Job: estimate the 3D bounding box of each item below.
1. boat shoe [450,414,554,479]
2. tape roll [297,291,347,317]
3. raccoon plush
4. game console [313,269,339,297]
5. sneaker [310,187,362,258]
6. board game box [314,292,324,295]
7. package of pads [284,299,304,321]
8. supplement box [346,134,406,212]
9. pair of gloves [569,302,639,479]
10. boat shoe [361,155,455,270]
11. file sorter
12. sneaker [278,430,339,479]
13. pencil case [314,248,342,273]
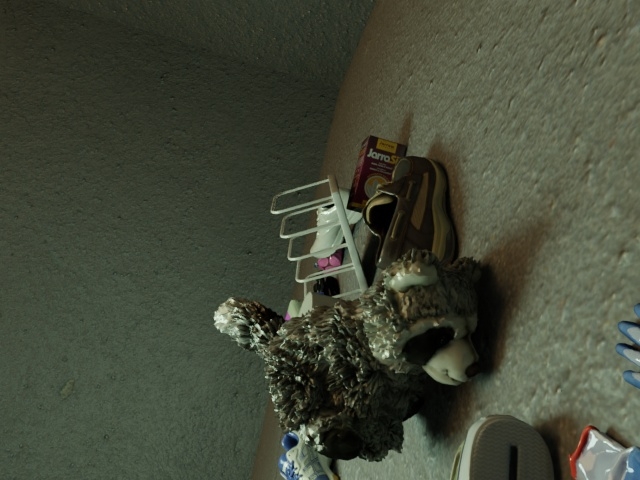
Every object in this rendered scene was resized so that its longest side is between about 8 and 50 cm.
[{"bbox_3d":[0.144,0.307,0.422,0.094,0.109,0.302,87,-159,-60],"label":"boat shoe"},{"bbox_3d":[0.028,0.247,1.064,0.246,0.169,0.245,-165,90,-83],"label":"tape roll"},{"bbox_3d":[0.012,0.099,0.719,0.216,0.447,0.299,-10,-59,-61],"label":"raccoon plush"},{"bbox_3d":[0.010,0.204,1.790,0.361,0.044,0.213,-100,26,-69],"label":"game console"},{"bbox_3d":[0.034,-0.063,1.622,0.297,0.129,0.111,-57,21,31],"label":"sneaker"},{"bbox_3d":[-0.027,0.295,1.619,0.210,0.047,0.160,116,147,-41],"label":"board game box"},{"bbox_3d":[-0.055,0.363,1.498,0.229,0.101,0.296,-122,42,-51],"label":"package of pads"},{"bbox_3d":[0.142,-0.160,1.267,0.081,0.104,0.188,163,121,-82],"label":"supplement box"},{"bbox_3d":[0.234,0.127,0.325,0.159,0.023,0.198,-127,51,-80],"label":"pair of gloves"},{"bbox_3d":[0.150,-0.063,0.902,0.355,0.130,0.132,-86,13,-55],"label":"boat shoe"},{"bbox_3d":[0.000,0.000,1.288,0.193,0.173,0.277,-93,-14,-69],"label":"file sorter"},{"bbox_3d":[-0.035,0.540,1.116,0.296,0.131,0.111,-112,39,-76],"label":"sneaker"},{"bbox_3d":[0.038,0.017,1.783,0.098,0.095,0.209,92,-174,-47],"label":"pencil case"}]
